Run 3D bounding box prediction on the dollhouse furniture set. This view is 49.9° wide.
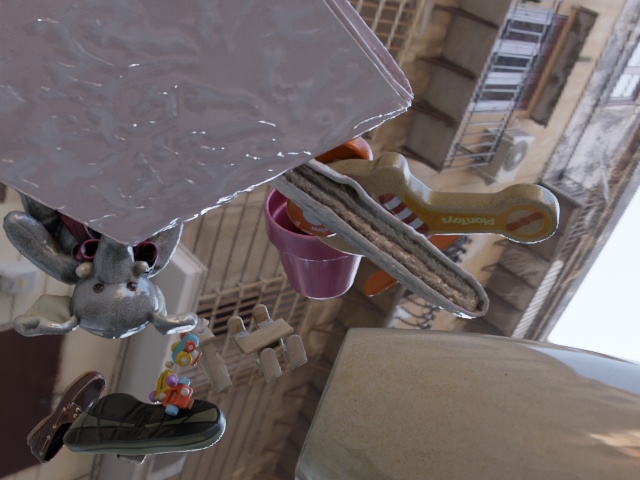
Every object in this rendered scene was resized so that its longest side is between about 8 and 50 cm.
[{"bbox_3d":[-0.195,0.250,1.758,0.212,0.242,0.161,32,-38,55],"label":"dollhouse furniture set"}]

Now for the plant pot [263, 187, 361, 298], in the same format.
[{"bbox_3d":[0.000,0.000,1.263,0.201,0.201,0.180,35,-38,34],"label":"plant pot"}]

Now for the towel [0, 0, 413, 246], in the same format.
[{"bbox_3d":[-0.136,-0.124,0.546,0.332,0.317,0.053,-23,-123,22],"label":"towel"}]

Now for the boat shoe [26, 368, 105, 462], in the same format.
[{"bbox_3d":[-0.518,0.368,1.434,0.073,0.073,0.207,30,-101,42],"label":"boat shoe"}]

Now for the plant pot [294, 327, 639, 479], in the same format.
[{"bbox_3d":[0.128,0.178,0.558,0.274,0.256,0.256,21,-63,4],"label":"plant pot"}]

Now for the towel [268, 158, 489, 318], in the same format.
[{"bbox_3d":[0.049,-0.016,0.762,0.282,0.187,0.049,37,-91,-4],"label":"towel"}]

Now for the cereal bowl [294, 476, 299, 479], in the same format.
[{"bbox_3d":[0.055,0.448,1.046,0.339,0.141,0.338,-162,-90,-75],"label":"cereal bowl"}]

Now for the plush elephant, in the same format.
[{"bbox_3d":[-0.315,0.029,1.017,0.255,0.272,0.329,45,-45,51],"label":"plush elephant"}]

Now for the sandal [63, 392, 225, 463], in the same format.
[{"bbox_3d":[-0.284,0.313,1.090,0.303,0.120,0.086,-3,-60,26],"label":"sandal"}]

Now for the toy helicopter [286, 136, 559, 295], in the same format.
[{"bbox_3d":[0.143,-0.023,0.947,0.355,0.140,0.235,2,-45,26],"label":"toy helicopter"}]

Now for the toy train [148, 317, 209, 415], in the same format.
[{"bbox_3d":[-0.214,0.212,1.103,0.125,0.046,0.166,-28,-145,43],"label":"toy train"}]
